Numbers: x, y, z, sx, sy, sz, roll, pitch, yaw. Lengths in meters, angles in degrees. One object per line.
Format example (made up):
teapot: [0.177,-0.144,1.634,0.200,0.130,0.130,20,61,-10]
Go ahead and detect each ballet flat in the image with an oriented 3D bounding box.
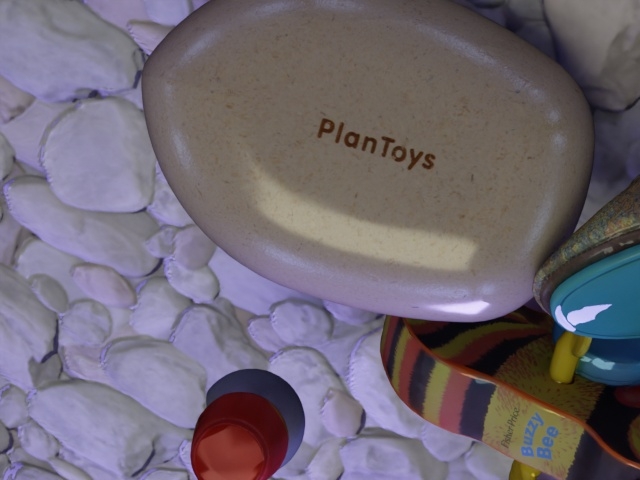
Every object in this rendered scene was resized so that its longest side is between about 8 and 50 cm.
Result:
ballet flat: [0.284,-0.035,1.068,0.348,0.123,0.123,-15,119,21]

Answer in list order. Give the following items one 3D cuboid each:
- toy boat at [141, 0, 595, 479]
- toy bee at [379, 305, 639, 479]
toy boat: [0.000,0.000,1.151,0.267,0.148,0.318,23,97,3]
toy bee: [0.171,0.105,1.186,0.298,0.162,0.195,-1,123,19]
